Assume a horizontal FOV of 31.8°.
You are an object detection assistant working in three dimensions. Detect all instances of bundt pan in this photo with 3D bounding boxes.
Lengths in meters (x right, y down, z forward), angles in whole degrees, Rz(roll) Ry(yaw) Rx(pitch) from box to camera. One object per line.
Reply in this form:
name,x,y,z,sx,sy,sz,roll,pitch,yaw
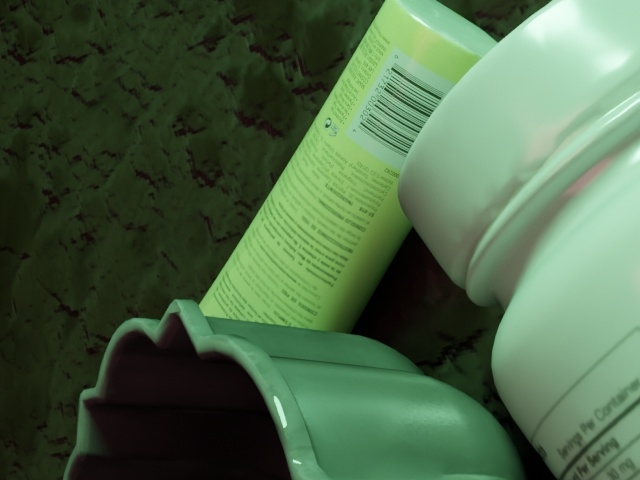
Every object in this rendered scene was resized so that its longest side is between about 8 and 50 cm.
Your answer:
bundt pan,0.001,0.185,0.425,0.331,0.124,0.331,4,94,61

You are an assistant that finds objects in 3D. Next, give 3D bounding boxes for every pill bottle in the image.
pill bottle,0.158,0.053,0.361,0.160,0.160,0.283,-45,67,23

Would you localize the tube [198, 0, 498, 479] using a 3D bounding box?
tube,0.000,0.000,0.529,0.240,0.062,0.070,-59,18,22
